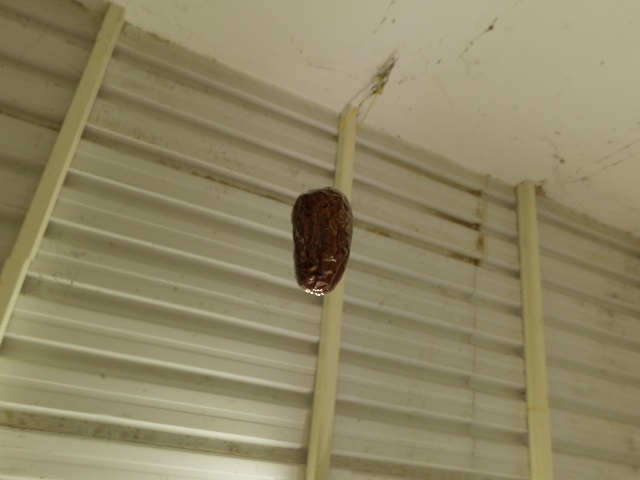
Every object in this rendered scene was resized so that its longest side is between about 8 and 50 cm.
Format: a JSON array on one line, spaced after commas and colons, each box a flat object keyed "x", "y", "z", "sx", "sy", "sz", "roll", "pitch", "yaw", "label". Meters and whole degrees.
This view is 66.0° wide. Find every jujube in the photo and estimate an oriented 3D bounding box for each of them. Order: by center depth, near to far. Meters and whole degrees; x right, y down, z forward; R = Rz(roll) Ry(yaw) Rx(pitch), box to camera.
[{"x": 0.000, "y": 0.000, "z": 0.585, "sx": 0.078, "sy": 0.077, "sz": 0.129, "roll": 8, "pitch": -97, "yaw": -21, "label": "jujube"}]
